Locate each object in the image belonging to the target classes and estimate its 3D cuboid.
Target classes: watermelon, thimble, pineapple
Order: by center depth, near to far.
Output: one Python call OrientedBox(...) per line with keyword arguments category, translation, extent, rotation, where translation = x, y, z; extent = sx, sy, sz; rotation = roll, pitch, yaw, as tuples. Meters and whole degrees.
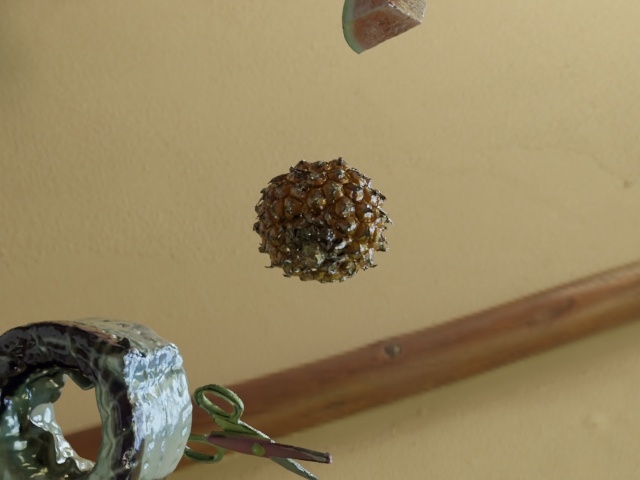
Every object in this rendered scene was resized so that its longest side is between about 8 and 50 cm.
OrientedBox(category="watermelon", translation=(0.057, -0.218, 1.118), extent=(0.084, 0.092, 0.072), rotation=(-3, -149, -42))
OrientedBox(category="thimble", translation=(-0.256, 0.187, 1.258), extent=(0.237, 0.237, 0.150), rotation=(15, -172, 19))
OrientedBox(category="pineapple", translation=(-0.001, -0.003, 1.416), extent=(0.176, 0.161, 0.137), rotation=(9, -151, 2))

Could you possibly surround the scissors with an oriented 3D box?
OrientedBox(category="scissors", translation=(-0.079, 0.248, 1.423), extent=(0.187, 0.133, 0.020), rotation=(22, -143, -2))
